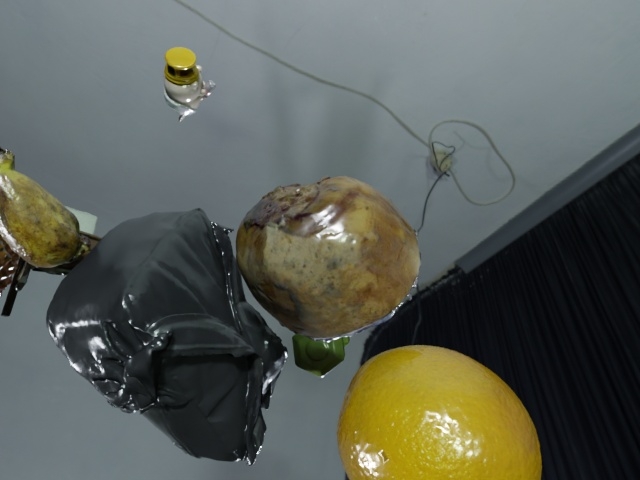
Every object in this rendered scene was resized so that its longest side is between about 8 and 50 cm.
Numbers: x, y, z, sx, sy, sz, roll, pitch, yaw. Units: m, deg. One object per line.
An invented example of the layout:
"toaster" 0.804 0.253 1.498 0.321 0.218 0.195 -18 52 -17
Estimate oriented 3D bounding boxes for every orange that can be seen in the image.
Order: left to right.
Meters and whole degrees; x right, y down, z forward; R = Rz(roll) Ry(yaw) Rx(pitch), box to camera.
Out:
"orange" 0.134 0.237 0.512 0.237 0.236 0.236 3 139 2

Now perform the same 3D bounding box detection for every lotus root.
"lotus root" -0.428 -0.041 0.616 0.108 0.094 0.190 23 146 43
"lotus root" 0.000 0.000 0.649 0.273 0.272 0.192 -18 129 24

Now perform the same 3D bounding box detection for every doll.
"doll" -0.215 -0.249 0.698 0.084 0.073 0.127 -4 153 -15

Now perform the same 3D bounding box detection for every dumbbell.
"dumbbell" 0.009 0.238 1.018 0.122 0.108 0.302 21 177 7

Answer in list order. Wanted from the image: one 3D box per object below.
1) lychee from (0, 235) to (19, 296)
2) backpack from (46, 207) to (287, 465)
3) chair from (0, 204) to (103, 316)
"lychee" -0.638 0.011 0.700 0.268 0.267 0.267 3 139 2
"backpack" -0.216 0.176 0.743 0.255 0.363 0.445 -15 121 15
"chair" -0.573 0.011 0.948 0.160 0.318 0.186 23 139 -37
